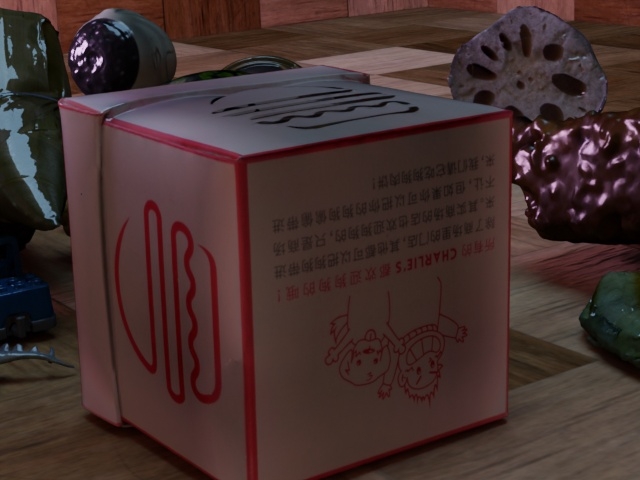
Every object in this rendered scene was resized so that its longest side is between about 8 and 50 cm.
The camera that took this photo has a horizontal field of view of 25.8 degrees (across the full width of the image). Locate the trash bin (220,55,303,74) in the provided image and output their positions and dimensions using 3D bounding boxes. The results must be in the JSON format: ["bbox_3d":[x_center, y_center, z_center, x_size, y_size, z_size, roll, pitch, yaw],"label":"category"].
[{"bbox_3d":[-0.092,-0.196,2.254,0.214,0.214,0.334,-3,13,-1],"label":"trash bin"}]

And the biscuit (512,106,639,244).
[{"bbox_3d":[0.443,-0.072,1.662,0.343,0.166,0.395,-1,1,-29],"label":"biscuit"}]

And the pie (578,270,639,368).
[{"bbox_3d":[0.420,0.075,1.450,0.302,0.067,0.302,-7,18,2],"label":"pie"}]

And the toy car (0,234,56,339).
[{"bbox_3d":[-0.379,0.052,1.613,0.097,0.100,0.191,-12,17,-30],"label":"toy car"}]

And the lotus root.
[{"bbox_3d":[0.356,-0.272,2.433,0.272,0.272,0.192,-1,6,6],"label":"lotus root"}]

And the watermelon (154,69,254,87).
[{"bbox_3d":[-0.115,-0.050,1.573,0.285,0.285,0.285,-2,16,1],"label":"watermelon"}]

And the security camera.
[{"bbox_3d":[-0.313,-0.233,2.254,0.197,0.277,0.191,5,7,31],"label":"security camera"}]

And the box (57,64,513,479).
[{"bbox_3d":[-0.029,0.019,1.284,0.314,0.312,0.300,-12,19,-34],"label":"box"}]

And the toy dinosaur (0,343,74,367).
[{"bbox_3d":[-0.359,0.132,1.437,0.209,0.039,0.082,-6,14,-15],"label":"toy dinosaur"}]

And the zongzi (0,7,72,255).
[{"bbox_3d":[-0.394,-0.046,1.759,0.174,0.356,0.393,-3,48,-23],"label":"zongzi"}]

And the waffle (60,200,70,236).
[{"bbox_3d":[-0.190,-0.032,1.893,0.302,0.068,0.325,15,22,30],"label":"waffle"}]
